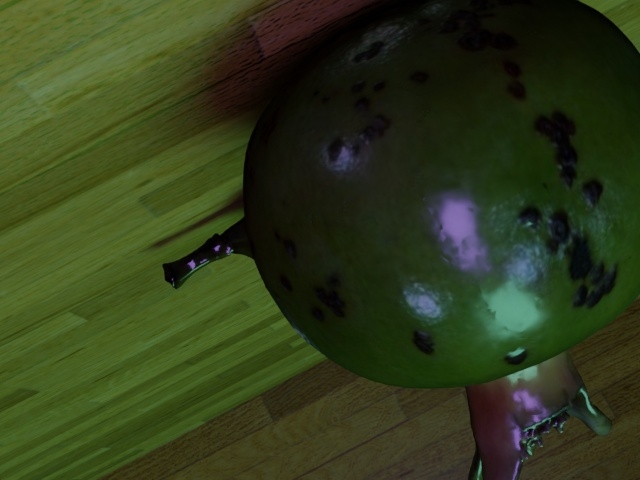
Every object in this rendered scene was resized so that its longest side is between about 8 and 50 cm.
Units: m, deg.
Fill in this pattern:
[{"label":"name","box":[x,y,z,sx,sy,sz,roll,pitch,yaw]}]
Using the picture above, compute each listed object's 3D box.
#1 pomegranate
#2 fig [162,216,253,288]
[{"label":"pomegranate","box":[0.104,-0.002,0.656,0.291,0.323,0.291,-20,164,-6]},{"label":"fig","box":[0.000,0.001,0.888,0.274,0.170,0.145,-9,173,6]}]
